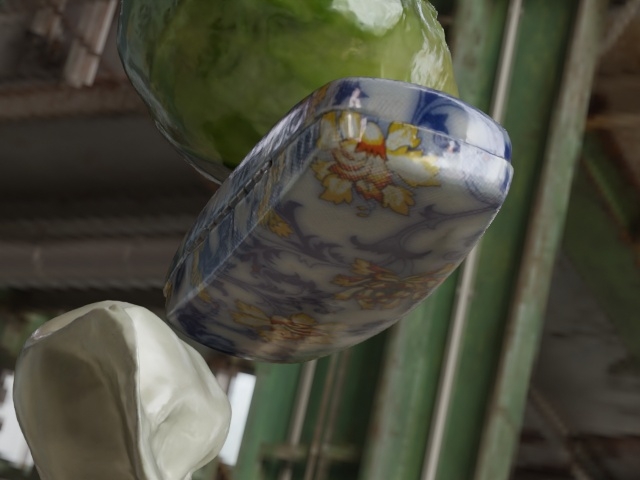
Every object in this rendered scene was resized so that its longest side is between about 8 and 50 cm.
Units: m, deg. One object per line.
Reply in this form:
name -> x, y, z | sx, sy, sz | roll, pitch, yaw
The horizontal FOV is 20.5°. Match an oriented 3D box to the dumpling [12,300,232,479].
dumpling -> -0.125, 0.117, 1.146 | 0.132, 0.162, 0.250 | -26, -7, -13

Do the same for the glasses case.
glasses case -> 0.000, 0.000, 0.723 | 0.087, 0.065, 0.248 | 19, -24, -14

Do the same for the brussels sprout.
brussels sprout -> -0.012, -0.131, 1.275 | 0.271, 0.210, 0.219 | 17, 14, -45
